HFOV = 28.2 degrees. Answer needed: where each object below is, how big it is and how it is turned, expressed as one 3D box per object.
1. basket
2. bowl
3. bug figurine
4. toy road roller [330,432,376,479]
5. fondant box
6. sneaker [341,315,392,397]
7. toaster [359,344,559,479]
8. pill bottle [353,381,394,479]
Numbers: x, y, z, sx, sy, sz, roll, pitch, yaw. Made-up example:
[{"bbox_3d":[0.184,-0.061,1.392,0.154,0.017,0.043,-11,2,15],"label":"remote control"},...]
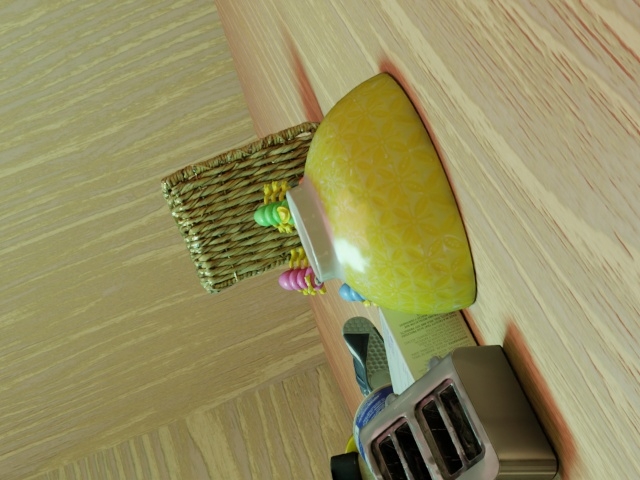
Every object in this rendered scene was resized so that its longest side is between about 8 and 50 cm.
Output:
[{"bbox_3d":[-0.110,-0.071,2.242,0.213,0.299,0.223,-129,17,-79],"label":"basket"},{"bbox_3d":[0.052,-0.032,1.473,0.289,0.156,0.289,159,90,-86],"label":"bowl"},{"bbox_3d":[0.000,0.000,2.067,0.072,0.216,0.279,-37,-70,-50],"label":"bug figurine"},{"bbox_3d":[0.152,0.483,2.335,0.240,0.202,0.329,-60,-44,-81],"label":"toy road roller"},{"bbox_3d":[0.182,0.251,1.577,0.238,0.096,0.330,76,172,-56],"label":"fondant box"},{"bbox_3d":[0.120,0.266,2.363,0.163,0.086,0.226,72,173,-45],"label":"sneaker"},{"bbox_3d":[0.148,0.226,1.360,0.110,0.168,0.186,7,-131,-42],"label":"toaster"},{"bbox_3d":[0.142,0.312,1.923,0.264,0.153,0.153,-141,30,-80],"label":"pill bottle"}]
